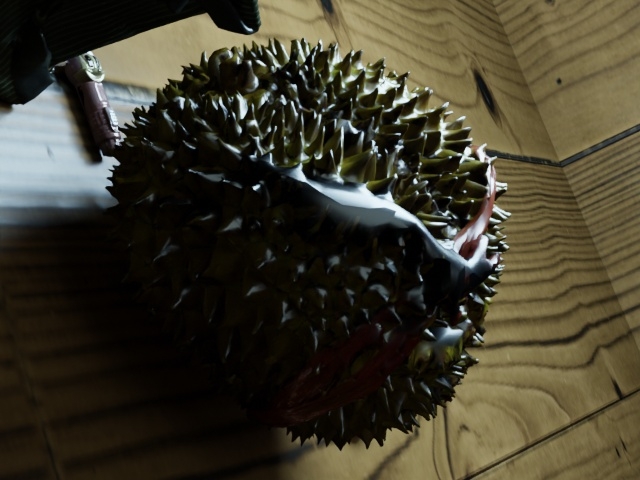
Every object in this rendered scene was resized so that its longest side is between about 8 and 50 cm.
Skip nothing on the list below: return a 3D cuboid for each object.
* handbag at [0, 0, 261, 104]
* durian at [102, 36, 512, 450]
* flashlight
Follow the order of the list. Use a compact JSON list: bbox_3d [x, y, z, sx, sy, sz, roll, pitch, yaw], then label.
[{"bbox_3d":[-0.196,-0.262,0.805,0.240,0.340,0.247,53,28,-54],"label":"handbag"},{"bbox_3d":[-0.002,0.003,0.903,0.384,0.347,0.348,64,26,-27],"label":"durian"},{"bbox_3d":[-0.206,-0.130,0.955,0.052,0.031,0.110,-7,73,-60],"label":"flashlight"}]
